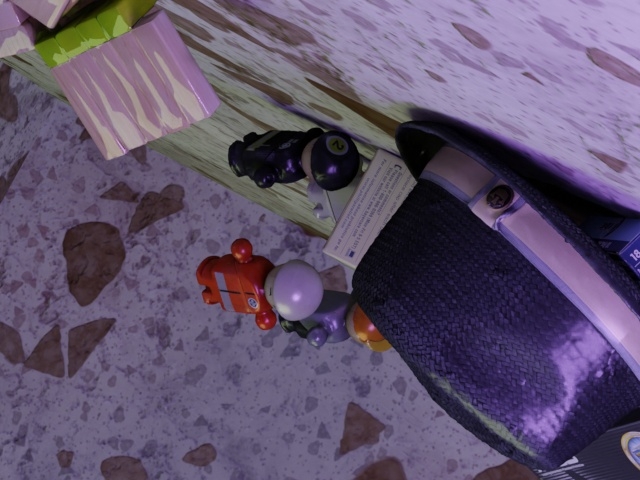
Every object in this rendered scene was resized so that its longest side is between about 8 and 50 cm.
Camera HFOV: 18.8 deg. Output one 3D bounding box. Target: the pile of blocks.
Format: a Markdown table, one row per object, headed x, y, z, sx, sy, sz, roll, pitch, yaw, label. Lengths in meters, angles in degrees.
| x | y | z | sx | sy | sz | roll | pitch | yaw | label |
| --- | --- | --- | --- | --- | --- | --- | --- | --- | --- |
| -0.213 | -0.218 | 1.420 | 0.362 | 0.149 | 0.112 | 38 | -141 | -5 | pile of blocks |

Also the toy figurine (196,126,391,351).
| x | y | z | sx | sy | sz | roll | pitch | yaw | label |
| --- | --- | --- | --- | --- | --- | --- | --- | --- | --- |
| 0.000 | 0.000 | 1.959 | 0.148 | 0.213 | 0.209 | 5 | 165 | 41 | toy figurine |

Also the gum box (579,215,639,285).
| x | y | z | sx | sy | sz | roll | pitch | yaw | label |
| --- | --- | --- | --- | --- | --- | --- | --- | --- | --- |
| 0.275 | 0.061 | 1.467 | 0.184 | 0.041 | 0.157 | 46 | 175 | -7 | gum box |

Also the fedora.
| x | y | z | sx | sy | sz | roll | pitch | yaw | label |
| --- | --- | --- | --- | --- | --- | --- | --- | --- | --- |
| 0.140 | 0.064 | 1.493 | 0.334 | 0.152 | 0.334 | 46 | 176 | 4 | fedora |

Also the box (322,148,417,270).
| x | y | z | sx | sy | sz | roll | pitch | yaw | label |
| --- | --- | --- | --- | --- | --- | --- | --- | --- | --- |
| 0.166 | 0.036 | 1.859 | 0.243 | 0.117 | 0.213 | 27 | 177 | 39 | box |

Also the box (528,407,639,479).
| x | y | z | sx | sy | sz | roll | pitch | yaw | label |
| --- | --- | --- | --- | --- | --- | --- | --- | --- | --- |
| 0.329 | 0.233 | 1.788 | 0.216 | 0.060 | 0.270 | 43 | 156 | -7 | box |
